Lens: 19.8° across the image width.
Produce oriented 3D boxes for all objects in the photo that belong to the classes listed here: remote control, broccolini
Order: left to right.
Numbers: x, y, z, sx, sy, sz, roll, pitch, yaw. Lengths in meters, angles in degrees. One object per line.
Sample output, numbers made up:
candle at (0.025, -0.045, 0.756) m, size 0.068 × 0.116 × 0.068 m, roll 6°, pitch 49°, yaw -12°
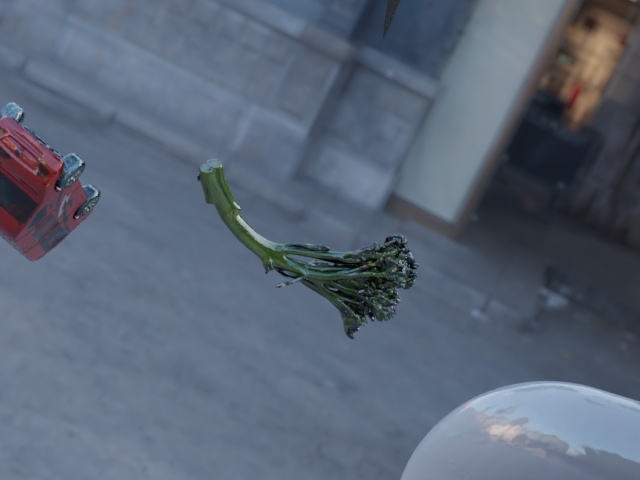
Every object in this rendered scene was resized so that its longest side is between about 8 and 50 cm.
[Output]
broccolini at (-0.007, -0.004, 1.755) m, size 0.271 × 0.123 × 0.062 m, roll 40°, pitch 22°, yaw -34°
remote control at (0.212, 0.214, 1.240) m, size 0.332 × 0.221 × 0.103 m, roll 17°, pitch 26°, yaw 7°

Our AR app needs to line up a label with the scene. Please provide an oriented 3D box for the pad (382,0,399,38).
pad at (0.093, -0.295, 1.364) m, size 0.009 × 0.265 × 0.159 m, roll 20°, pitch -23°, yaw 6°

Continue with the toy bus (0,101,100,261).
toy bus at (-0.252, -0.045, 1.570) m, size 0.081 × 0.089 × 0.195 m, roll 40°, pitch -9°, yaw 6°
